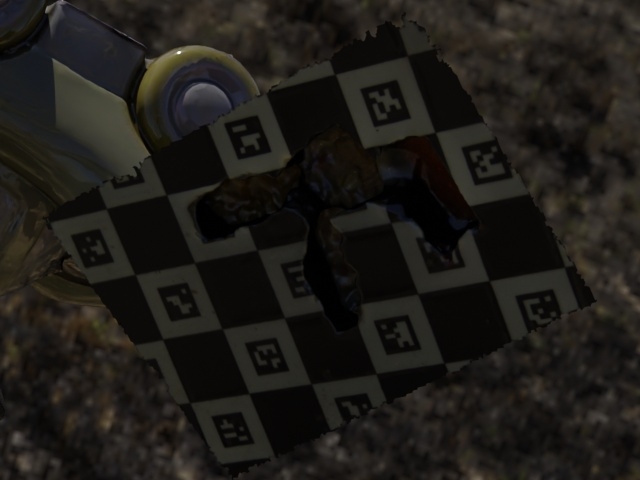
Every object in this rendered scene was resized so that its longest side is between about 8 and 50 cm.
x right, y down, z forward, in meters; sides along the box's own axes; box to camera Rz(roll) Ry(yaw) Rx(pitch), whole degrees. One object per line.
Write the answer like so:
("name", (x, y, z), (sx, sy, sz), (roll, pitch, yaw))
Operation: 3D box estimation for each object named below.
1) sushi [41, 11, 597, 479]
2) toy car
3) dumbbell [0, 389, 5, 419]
("sushi", (0.000, 0.000, 0.977), (0.192, 0.279, 0.043), (55, 35, -7))
("toy car", (-0.203, -0.043, 1.145), (0.336, 0.226, 0.242), (31, -19, -19))
("dumbbell", (-0.196, 0.087, 0.865), (0.083, 0.040, 0.036), (-29, 60, -3))
